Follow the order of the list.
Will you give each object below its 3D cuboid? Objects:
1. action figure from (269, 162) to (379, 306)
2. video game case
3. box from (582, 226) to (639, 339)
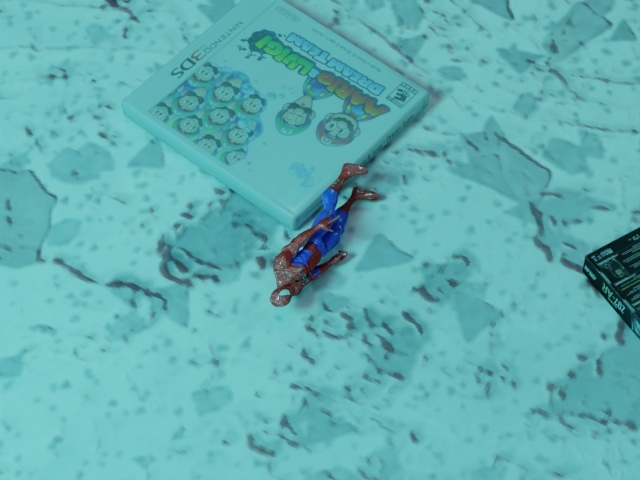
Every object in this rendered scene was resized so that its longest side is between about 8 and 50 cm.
[{"bbox_3d":[0.000,0.000,1.135,0.030,0.038,0.115,16,53,32],"label":"action figure"},{"bbox_3d":[-0.030,-0.094,1.214,0.157,0.019,0.143,35,62,22],"label":"video game case"},{"bbox_3d":[0.219,0.020,1.130,0.083,0.018,0.067,-27,58,-18],"label":"box"}]
